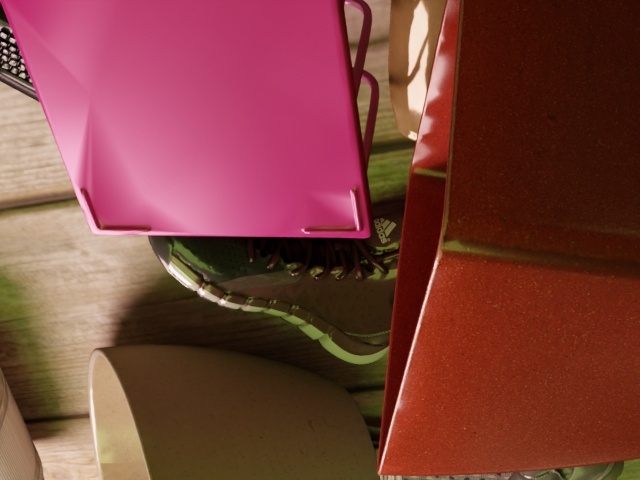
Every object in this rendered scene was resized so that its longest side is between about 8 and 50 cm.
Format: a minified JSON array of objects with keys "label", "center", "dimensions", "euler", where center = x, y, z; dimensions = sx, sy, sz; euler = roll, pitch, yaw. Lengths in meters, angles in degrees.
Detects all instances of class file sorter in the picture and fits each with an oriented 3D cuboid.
[{"label":"file sorter","center":[-0.072,-0.166,0.759],"dimensions":[0.202,0.182,0.290],"euler":[0,136,11]}]

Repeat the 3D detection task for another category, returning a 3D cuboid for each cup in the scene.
[{"label":"cup","center":[-0.079,0.245,1.155],"dimensions":[0.237,0.331,0.331],"euler":[-12,142,-20]}]

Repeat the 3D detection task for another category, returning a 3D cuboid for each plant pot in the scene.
[{"label":"plant pot","center":[0.177,-0.009,0.718],"dimensions":[0.236,0.267,0.267],"euler":[9,143,1]}]

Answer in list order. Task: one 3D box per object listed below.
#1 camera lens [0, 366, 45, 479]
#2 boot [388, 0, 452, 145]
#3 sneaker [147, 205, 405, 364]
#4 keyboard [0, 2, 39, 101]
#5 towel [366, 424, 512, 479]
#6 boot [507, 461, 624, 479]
[{"label":"camera lens","center":[-0.421,0.238,1.234],"dimensions":[0.220,0.219,0.274],"euler":[2,138,7]},{"label":"boot","center":[0.156,-0.182,0.784],"dimensions":[0.236,0.089,0.269],"euler":[5,140,15]},{"label":"sneaker","center":[0.000,0.000,1.005],"dimensions":[0.281,0.106,0.162],"euler":[27,131,-34]},{"label":"keyboard","center":[-0.205,-0.130,0.930],"dimensions":[0.192,0.038,0.100],"euler":[26,135,-20]},{"label":"towel","center":[0.170,0.312,1.355],"dimensions":[0.312,0.056,0.324],"euler":[4,140,9]},{"label":"boot","center":[0.177,0.199,1.156],"dimensions":[0.190,0.076,0.208],"euler":[-43,113,15]}]
